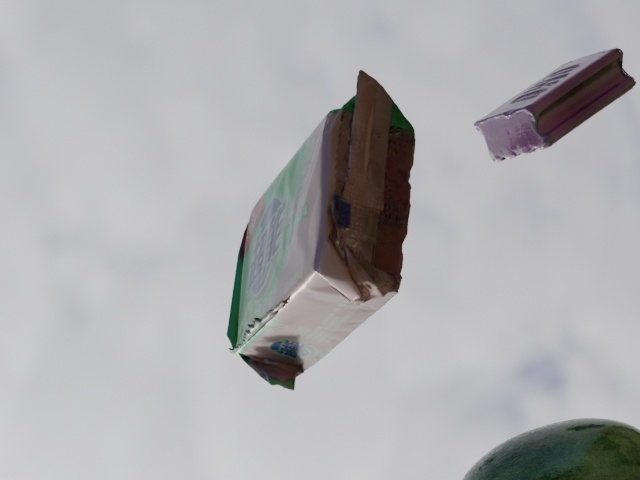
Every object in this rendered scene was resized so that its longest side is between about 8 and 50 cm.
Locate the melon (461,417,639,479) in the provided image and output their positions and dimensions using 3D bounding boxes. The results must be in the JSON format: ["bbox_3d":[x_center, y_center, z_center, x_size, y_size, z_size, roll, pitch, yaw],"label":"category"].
[{"bbox_3d":[0.269,0.310,2.051,0.182,0.287,0.182,52,-154,-38],"label":"melon"}]

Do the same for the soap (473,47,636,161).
[{"bbox_3d":[0.314,-0.182,2.344,0.203,0.122,0.065,-33,-79,-36],"label":"soap"}]

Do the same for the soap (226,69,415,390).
[{"bbox_3d":[0.002,0.001,1.596,0.098,0.273,0.218,15,-113,-14],"label":"soap"}]
